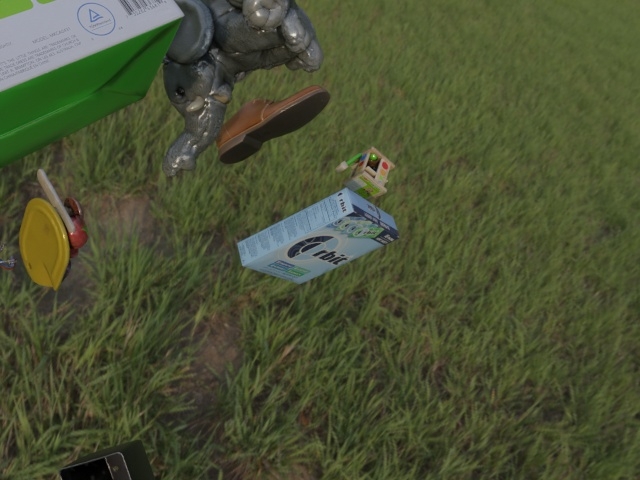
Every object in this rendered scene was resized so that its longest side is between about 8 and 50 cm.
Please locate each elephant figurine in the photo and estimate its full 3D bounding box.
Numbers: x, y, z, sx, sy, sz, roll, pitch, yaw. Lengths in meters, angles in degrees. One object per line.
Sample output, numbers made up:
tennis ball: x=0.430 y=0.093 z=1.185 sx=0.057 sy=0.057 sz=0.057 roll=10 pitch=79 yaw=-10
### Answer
elephant figurine: x=-0.132 y=-0.229 z=0.747 sx=0.169 sy=0.239 sz=0.186 roll=52 pitch=18 yaw=-35

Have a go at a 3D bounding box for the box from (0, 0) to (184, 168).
box: x=-0.267 y=-0.161 z=0.383 sx=0.262 sy=0.126 sz=0.231 roll=-40 pitch=95 yaw=-34

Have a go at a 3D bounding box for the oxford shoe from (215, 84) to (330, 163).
oxford shoe: x=-0.086 y=-0.207 z=1.001 sx=0.076 sy=0.212 sz=0.076 roll=32 pitch=37 yaw=-66

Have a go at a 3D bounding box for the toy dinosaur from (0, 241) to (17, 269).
toy dinosaur: x=-0.588 y=0.029 z=1.094 sx=0.090 sy=0.082 sz=0.047 roll=-16 pitch=49 yaw=0

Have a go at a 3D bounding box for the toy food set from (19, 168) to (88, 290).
toy food set: x=-0.427 y=-0.010 z=1.012 sx=0.071 sy=0.218 sz=0.128 roll=-22 pitch=68 yaw=-47

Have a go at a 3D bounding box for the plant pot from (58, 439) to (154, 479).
plant pot: x=-0.554 y=0.644 z=1.650 sx=0.167 sy=0.188 sz=0.188 roll=-41 pitch=112 yaw=-81

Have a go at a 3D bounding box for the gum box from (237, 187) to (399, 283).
gum box: x=0.000 y=0.000 z=0.888 sx=0.157 sy=0.184 sz=0.041 roll=24 pitch=46 yaw=-57

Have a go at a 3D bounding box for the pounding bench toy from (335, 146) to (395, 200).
pounding bench toy: x=0.067 y=-0.117 z=0.973 sx=0.083 sy=0.052 sz=0.065 roll=36 pitch=56 yaw=-24
